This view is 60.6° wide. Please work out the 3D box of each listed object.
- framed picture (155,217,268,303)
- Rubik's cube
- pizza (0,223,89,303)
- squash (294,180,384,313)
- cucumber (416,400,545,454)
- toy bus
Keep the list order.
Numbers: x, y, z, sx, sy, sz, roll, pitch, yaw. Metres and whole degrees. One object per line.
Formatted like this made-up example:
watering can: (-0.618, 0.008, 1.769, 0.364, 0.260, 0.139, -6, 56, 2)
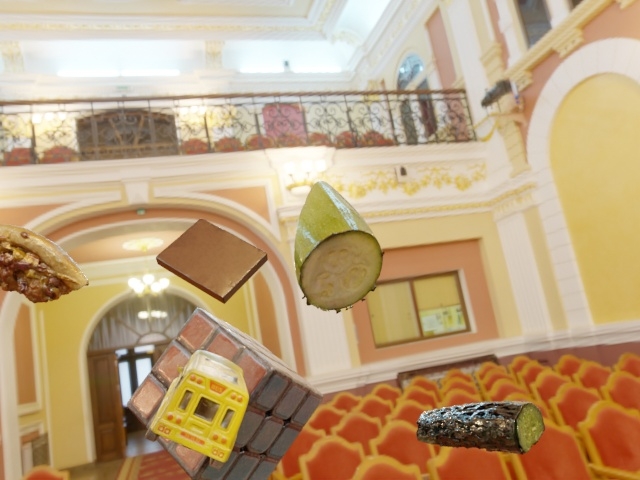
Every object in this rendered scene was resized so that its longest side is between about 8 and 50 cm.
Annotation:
framed picture: (-0.204, 0.034, 1.032, 0.128, 0.168, 0.023, -47, -28, -34)
Rubik's cube: (-0.229, 0.399, 1.378, 0.304, 0.305, 0.301, 32, -8, 36)
pizza: (-0.481, 0.035, 0.861, 0.246, 0.127, 0.058, 25, 29, 6)
squash: (0.000, 0.000, 1.099, 0.189, 0.189, 0.260, -6, 30, -22)
cucumber: (0.230, 0.276, 0.843, 0.078, 0.062, 0.211, -24, 3, -37)
toy bus: (-0.216, 0.294, 1.014, 0.144, 0.152, 0.330, 26, -10, -7)
